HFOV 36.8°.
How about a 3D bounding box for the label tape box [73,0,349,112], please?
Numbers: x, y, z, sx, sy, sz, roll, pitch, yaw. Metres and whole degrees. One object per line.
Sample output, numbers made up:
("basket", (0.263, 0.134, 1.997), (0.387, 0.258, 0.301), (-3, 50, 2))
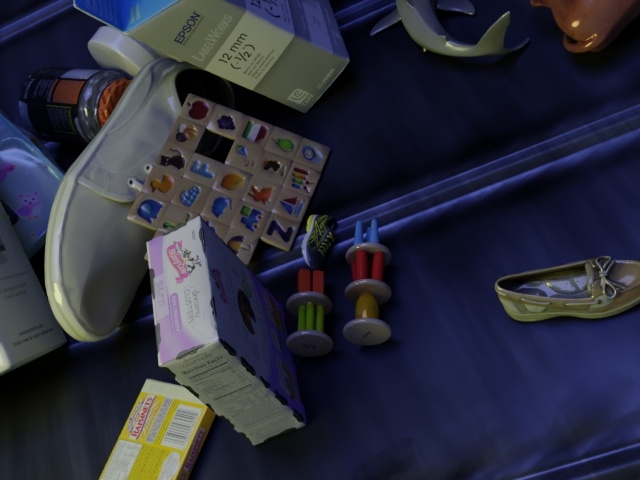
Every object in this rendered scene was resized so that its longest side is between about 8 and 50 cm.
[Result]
("label tape box", (-0.147, -0.341, 1.271), (0.115, 0.348, 0.249), (-45, 41, 31))

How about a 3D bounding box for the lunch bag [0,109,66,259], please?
("lunch bag", (-0.476, -0.056, 1.384), (0.223, 0.160, 0.262), (-45, 54, -6))

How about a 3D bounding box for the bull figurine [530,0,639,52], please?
("bull figurine", (0.376, -0.358, 1.120), (0.310, 0.101, 0.188), (-46, 36, 10))

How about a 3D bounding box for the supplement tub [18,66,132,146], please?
("supplement tub", (-0.351, -0.199, 1.443), (0.190, 0.117, 0.117), (11, 63, 35))

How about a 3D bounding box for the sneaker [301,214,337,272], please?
("sneaker", (0.000, 0.000, 1.149), (0.035, 0.031, 0.083), (-11, 52, 22))

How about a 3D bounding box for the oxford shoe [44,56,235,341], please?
("oxford shoe", (-0.225, -0.074, 1.251), (0.130, 0.169, 0.449), (-2, 51, 27))

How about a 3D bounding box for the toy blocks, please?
("toy blocks", (0.021, 0.049, 1.085), (0.123, 0.054, 0.148), (-13, 51, 21))

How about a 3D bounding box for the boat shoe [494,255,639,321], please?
("boat shoe", (0.253, 0.044, 0.957), (0.153, 0.048, 0.056), (-8, 53, 25))

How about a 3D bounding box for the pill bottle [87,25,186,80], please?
("pill bottle", (-0.223, -0.355, 1.460), (0.153, 0.153, 0.264), (23, 71, 40))

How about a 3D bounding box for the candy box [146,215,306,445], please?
("candy box", (-0.099, 0.098, 1.020), (0.070, 0.196, 0.164), (-25, 47, 12))

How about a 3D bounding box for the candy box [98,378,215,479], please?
("candy box", (-0.193, 0.257, 1.072), (0.105, 0.027, 0.205), (4, 59, 35))

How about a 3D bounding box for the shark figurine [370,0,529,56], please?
("shark figurine", (0.139, -0.306, 1.245), (0.166, 0.116, 0.278), (-31, 45, 8))

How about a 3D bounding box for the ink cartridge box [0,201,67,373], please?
("ink cartridge box", (-0.546, 0.026, 1.214), (0.279, 0.160, 0.384), (-26, 90, 13))

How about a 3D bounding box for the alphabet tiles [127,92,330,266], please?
("alphabet tiles", (-0.117, -0.056, 1.196), (0.198, 0.009, 0.237), (21, 64, 0))
